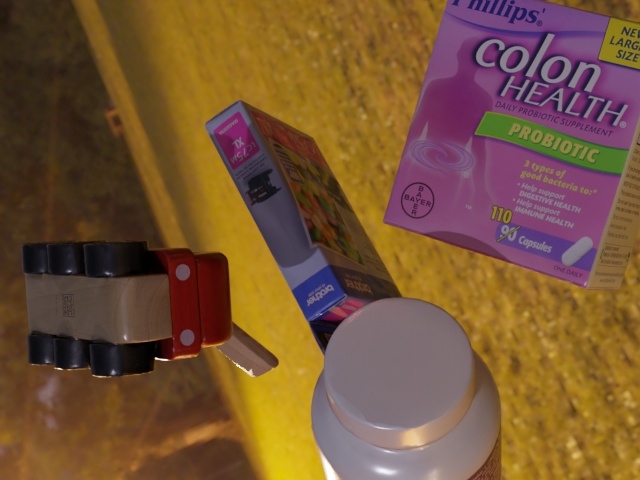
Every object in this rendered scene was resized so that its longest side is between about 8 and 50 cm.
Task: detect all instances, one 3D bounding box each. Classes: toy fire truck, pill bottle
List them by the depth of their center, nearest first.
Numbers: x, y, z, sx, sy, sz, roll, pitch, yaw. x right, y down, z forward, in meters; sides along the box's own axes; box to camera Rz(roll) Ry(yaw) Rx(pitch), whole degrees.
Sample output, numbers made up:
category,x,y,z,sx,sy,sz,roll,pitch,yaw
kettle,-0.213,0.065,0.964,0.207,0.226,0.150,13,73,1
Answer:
category,x,y,z,sx,sy,sz,roll,pitch,yaw
pill bottle,0.081,0.179,1.185,0.301,0.169,0.169,79,165,-56
toy fire truck,-0.137,0.072,1.246,0.217,0.246,0.158,-1,93,55

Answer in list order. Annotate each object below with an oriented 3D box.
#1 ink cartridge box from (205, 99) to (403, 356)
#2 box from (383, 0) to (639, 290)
category,x,y,z,sx,sy,sz,roll,pitch,yaw
ink cartridge box,0.000,0.000,1.437,0.186,0.065,0.311,20,-140,-62
box,0.206,-0.098,1.231,0.214,0.243,0.117,20,-174,27
